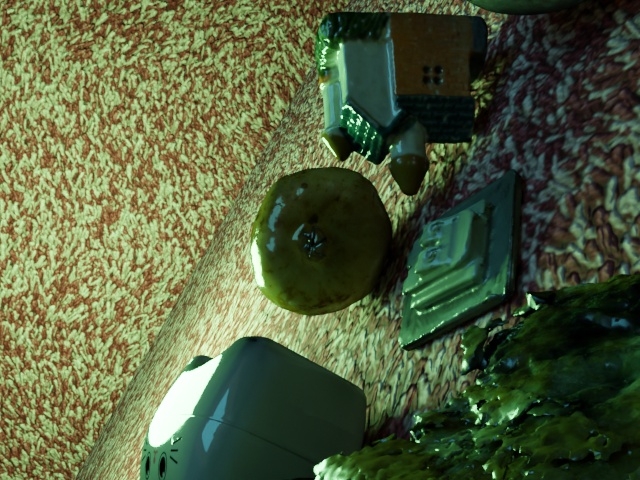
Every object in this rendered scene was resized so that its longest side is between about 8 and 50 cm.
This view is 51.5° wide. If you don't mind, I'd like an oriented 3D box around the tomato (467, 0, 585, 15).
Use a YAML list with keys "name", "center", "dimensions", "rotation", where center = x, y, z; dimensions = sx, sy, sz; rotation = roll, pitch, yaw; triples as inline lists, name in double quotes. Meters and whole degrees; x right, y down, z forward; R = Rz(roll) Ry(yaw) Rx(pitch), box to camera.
- name: "tomato"
  center: [0.275, -0.447, 0.850]
  dimensions: [0.316, 0.316, 0.283]
  rotation: [-178, 93, -71]

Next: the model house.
- name: "model house"
  center: [0.125, -0.199, 1.063]
  dimensions: [0.190, 0.271, 0.301]
  rotation: [104, 166, -71]

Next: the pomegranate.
- name: "pomegranate"
  center: [0.000, 0.000, 1.047]
  dimensions: [0.248, 0.248, 0.248]
  rotation: [-51, 19, 26]

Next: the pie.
- name: "pie"
  center: [0.168, 0.114, 0.444]
  dimensions: [0.296, 0.078, 0.371]
  rotation: [-14, 14, 46]

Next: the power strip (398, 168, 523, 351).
- name: "power strip"
  center: [0.158, 0.018, 0.843]
  dimensions: [0.213, 0.064, 0.198]
  rotation: [-39, 29, 47]

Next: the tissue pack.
- name: "tissue pack"
  center: [-0.103, 0.280, 0.874]
  dimensions: [0.333, 0.229, 0.236]
  rotation: [-30, 33, 59]

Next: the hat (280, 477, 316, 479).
- name: "hat"
  center: [0.035, 0.335, 0.464]
  dimensions: [0.332, 0.274, 0.242]
  rotation: [20, 91, 44]
